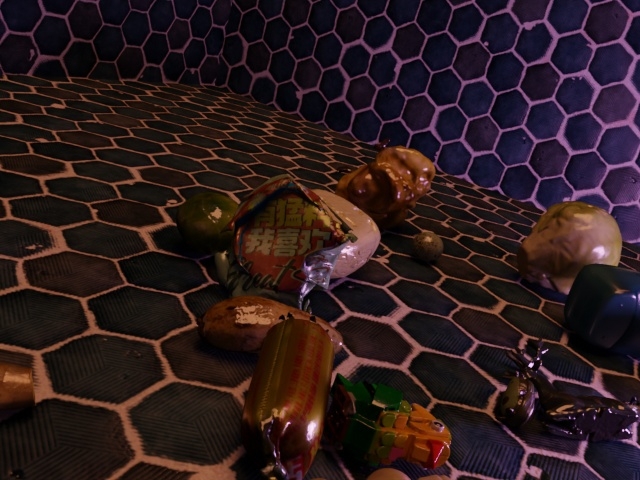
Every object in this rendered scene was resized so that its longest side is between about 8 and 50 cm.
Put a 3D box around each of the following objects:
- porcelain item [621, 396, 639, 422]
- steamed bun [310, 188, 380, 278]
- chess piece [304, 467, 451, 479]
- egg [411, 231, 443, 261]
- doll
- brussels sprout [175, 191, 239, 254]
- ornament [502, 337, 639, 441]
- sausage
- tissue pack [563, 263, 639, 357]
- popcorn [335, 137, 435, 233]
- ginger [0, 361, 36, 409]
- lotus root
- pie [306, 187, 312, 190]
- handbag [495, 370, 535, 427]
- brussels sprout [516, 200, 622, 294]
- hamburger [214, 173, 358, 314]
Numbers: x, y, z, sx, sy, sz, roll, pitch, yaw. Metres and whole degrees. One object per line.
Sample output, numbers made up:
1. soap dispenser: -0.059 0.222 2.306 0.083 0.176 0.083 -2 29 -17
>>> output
1. porcelain item: 0.627 0.321 1.171 0.136 0.075 0.021 12 21 -13
2. steamed bun: 0.000 0.000 1.406 0.232 0.166 0.273 37 29 21
3. chess piece: -0.001 0.314 0.654 0.397 0.117 0.117 6 23 -32
4. egg: 0.305 0.018 1.702 0.085 0.085 0.110 32 22 36
5. doll: 0.094 0.263 0.862 0.186 0.106 0.134 20 10 8
6. brussels sprout: -0.235 -0.037 1.346 0.162 0.143 0.181 1 -6 12
7. ornament: 0.461 0.275 1.156 0.202 0.080 0.236 7 22 -16
8. sausage: -0.044 0.222 0.829 0.117 0.125 0.317 6 21 1
9. tissue pack: 0.759 0.171 1.490 0.288 0.198 0.206 13 21 -6
10. popcorn: 0.196 -0.153 1.856 0.297 0.280 0.316 -28 6 -5
11. ginger: -0.486 0.141 0.784 0.299 0.065 0.118 22 34 18
12. lotus root: -0.084 0.150 1.041 0.259 0.097 0.110 12 17 -24
13. pie: -0.028 -0.088 1.721 0.205 0.084 0.179 15 21 -9
14. handbag: 0.347 0.280 1.062 0.047 0.072 0.111 34 42 5
15. brussels sprout: 0.734 0.018 1.762 0.317 0.273 0.242 6 43 -25
16. hamburger: -0.072 0.020 1.219 0.261 0.276 0.150 31 -1 17
